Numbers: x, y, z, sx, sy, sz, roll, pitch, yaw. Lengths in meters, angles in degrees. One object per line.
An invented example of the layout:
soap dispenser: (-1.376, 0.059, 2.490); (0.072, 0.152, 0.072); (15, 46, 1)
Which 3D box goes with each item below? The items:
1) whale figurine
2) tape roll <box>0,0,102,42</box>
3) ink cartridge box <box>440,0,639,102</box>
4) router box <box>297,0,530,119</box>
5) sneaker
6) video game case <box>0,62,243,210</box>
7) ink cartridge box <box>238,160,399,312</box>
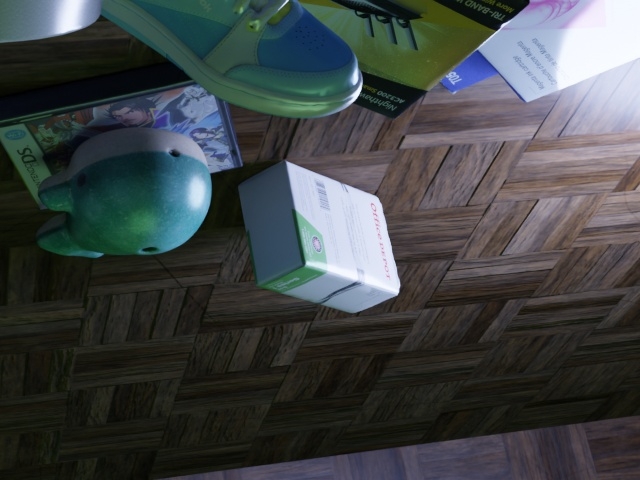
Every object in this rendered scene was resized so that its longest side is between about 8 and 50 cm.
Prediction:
whale figurine: (-0.247, -0.029, 1.957); (0.216, 0.141, 0.272); (7, 150, -38)
tape roll: (-0.368, -0.239, 1.289); (0.392, 0.392, 0.072); (-1, 111, -24)
ink cartridge box: (0.248, -0.267, 1.850); (0.330, 0.071, 0.324); (-23, 154, 20)
router box: (0.022, -0.263, 1.649); (0.309, 0.081, 0.243); (19, 144, -27)
sneaker: (-0.088, -0.257, 1.473); (0.319, 0.127, 0.208); (29, 137, 8)
video game case: (-0.245, -0.128, 1.957); (0.275, 0.035, 0.248); (-12, 156, -1)
ink cartridge box: (0.000, 0.000, 2.205); (0.093, 0.160, 0.219); (-26, 152, 30)
